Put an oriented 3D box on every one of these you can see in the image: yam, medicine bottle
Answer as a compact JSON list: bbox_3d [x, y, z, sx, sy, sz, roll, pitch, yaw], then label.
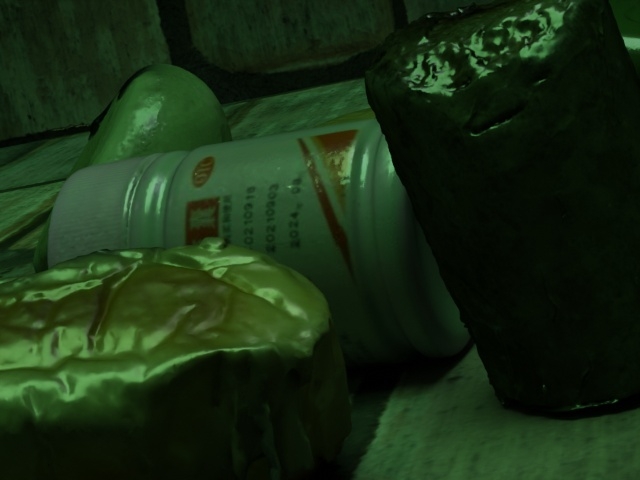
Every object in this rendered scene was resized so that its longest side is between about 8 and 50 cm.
[{"bbox_3d":[0.160,-0.031,1.393,0.195,0.300,0.195,-22,9,4],"label":"yam"},{"bbox_3d":[-0.044,0.014,1.608,0.316,0.202,0.202,-9,11,22],"label":"medicine bottle"}]

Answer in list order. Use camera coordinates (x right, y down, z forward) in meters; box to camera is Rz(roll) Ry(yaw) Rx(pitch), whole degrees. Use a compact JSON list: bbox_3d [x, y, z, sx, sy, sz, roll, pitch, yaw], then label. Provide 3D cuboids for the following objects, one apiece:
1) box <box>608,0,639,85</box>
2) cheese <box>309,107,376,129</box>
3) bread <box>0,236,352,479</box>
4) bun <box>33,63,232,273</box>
[{"bbox_3d":[0.340,-0.127,1.752,0.177,0.253,0.328,5,28,35],"label":"box"},{"bbox_3d":[0.107,-0.106,2.342,0.384,0.104,0.384,-12,10,2],"label":"cheese"},{"bbox_3d":[-0.173,0.123,1.336,0.388,0.183,0.236,-6,27,3],"label":"bread"},{"bbox_3d":[-0.176,-0.042,2.055,0.179,0.283,0.283,28,3,-12],"label":"bun"}]
